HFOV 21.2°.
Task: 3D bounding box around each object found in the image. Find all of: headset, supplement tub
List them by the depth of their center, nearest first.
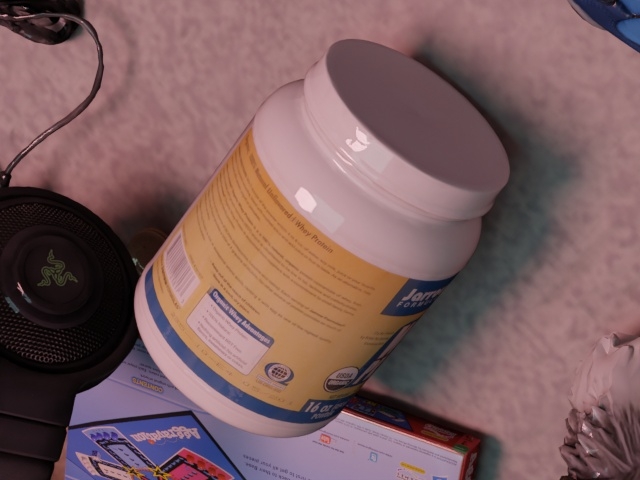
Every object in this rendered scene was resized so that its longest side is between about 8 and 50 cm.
[{"bbox_3d":[0.000,0.000,0.969,0.144,0.144,0.199,43,120,9],"label":"supplement tub"},{"bbox_3d":[-0.227,0.028,1.048,0.243,0.185,0.394,-3,72,62],"label":"headset"}]

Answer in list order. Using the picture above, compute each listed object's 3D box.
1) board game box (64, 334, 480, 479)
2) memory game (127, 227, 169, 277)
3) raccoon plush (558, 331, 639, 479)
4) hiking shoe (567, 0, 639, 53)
[{"bbox_3d":[-0.040,0.148,1.104,0.281,0.027,0.145,18,115,22],"label":"board game box"},{"bbox_3d":[-0.088,0.079,1.129,0.186,0.012,0.186,10,112,25],"label":"memory game"},{"bbox_3d":[0.172,0.305,1.007,0.216,0.446,0.299,16,161,-9],"label":"raccoon plush"},{"bbox_3d":[0.121,-0.171,0.849,0.304,0.132,0.113,43,123,9],"label":"hiking shoe"}]
